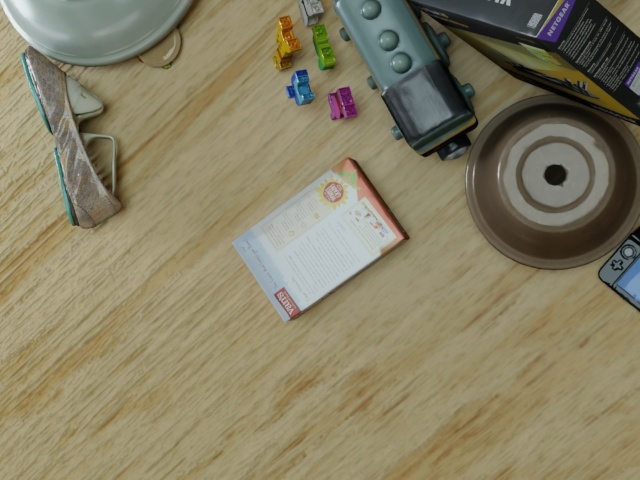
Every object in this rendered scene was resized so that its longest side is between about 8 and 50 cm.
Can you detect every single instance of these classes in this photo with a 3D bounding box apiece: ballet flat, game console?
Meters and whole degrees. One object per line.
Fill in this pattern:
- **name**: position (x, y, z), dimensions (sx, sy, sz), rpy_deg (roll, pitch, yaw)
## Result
- **ballet flat**: position (-0.401, -0.178, 1.535), dimensions (0.106, 0.107, 0.316), rpy_deg (-17, 92, -7)
- **game console**: position (0.491, 0.051, 1.321), dimensions (0.144, 0.085, 0.124), rpy_deg (41, 99, 10)

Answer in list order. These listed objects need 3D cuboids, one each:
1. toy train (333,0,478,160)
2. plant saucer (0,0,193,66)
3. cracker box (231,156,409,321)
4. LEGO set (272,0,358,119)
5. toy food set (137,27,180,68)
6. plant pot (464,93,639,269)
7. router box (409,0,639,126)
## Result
- **toy train**: position (0.119, -0.270, 1.351), dimensions (0.142, 0.190, 0.334), rpy_deg (-28, 84, 12)
- **plant saucer**: position (-0.381, -0.489, 1.504), dimensions (0.400, 0.100, 0.401), rpy_deg (-1, 88, 16)
- **cracker box**: position (0.000, 0.000, 1.447), dimensions (0.232, 0.067, 0.156), rpy_deg (-35, 82, 10)
- **LEGO set**: position (-0.027, -0.279, 1.448), dimensions (0.087, 0.093, 0.227), rpy_deg (-14, 81, -18)
- **toy food set**: position (-0.270, -0.327, 1.530), dimensions (0.083, 0.020, 0.083), rpy_deg (31, 98, 11)
- **plant pot**: position (0.326, -0.082, 1.286), dimensions (0.263, 0.229, 0.263), rpy_deg (0, 92, 13)
- **router box**: position (0.287, -0.267, 1.213), dimensions (0.243, 0.309, 0.081), rpy_deg (27, 98, -32)
